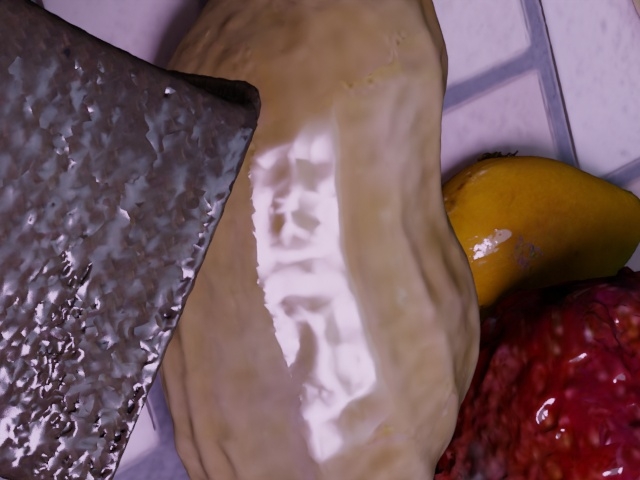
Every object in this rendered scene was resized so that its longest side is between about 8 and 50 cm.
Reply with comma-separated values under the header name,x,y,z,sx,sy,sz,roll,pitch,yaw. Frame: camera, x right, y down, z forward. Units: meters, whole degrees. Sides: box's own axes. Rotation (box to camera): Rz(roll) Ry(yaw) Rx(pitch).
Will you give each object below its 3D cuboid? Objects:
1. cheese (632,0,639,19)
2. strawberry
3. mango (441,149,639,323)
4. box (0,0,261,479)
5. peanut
name,x,y,z,sx,sy,sz,roll,pitch,yaw
cheese,0.257,-0.110,1.219,0.127,0.050,0.255,-27,114,-25
strawberry,0.155,0.132,1.100,0.274,0.274,0.220,-39,98,-19
mango,0.127,0.000,1.158,0.187,0.066,0.101,-4,105,-40
box,-0.168,-0.019,0.837,0.143,0.273,0.184,25,87,-31
peanut,-0.005,0.001,1.016,0.174,0.158,0.340,-10,104,-8
